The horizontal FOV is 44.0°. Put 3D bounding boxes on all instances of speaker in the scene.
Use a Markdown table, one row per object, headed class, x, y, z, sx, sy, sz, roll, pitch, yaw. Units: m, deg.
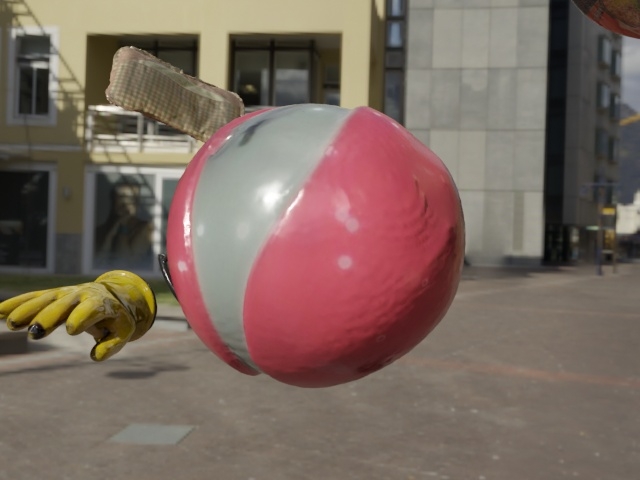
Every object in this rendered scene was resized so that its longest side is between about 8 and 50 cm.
| class | x | y | z | sx | sy | sz | roll | pitch | yaw |
| --- | --- | --- | --- | --- | --- | --- | --- | --- | --- |
| speaker | 0.000 | 0.000 | 0.778 | 0.294 | 0.295 | 0.294 | 2 | 0 | 0 |

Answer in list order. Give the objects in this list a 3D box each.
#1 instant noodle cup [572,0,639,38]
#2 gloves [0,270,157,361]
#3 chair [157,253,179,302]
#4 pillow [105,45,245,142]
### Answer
| class | x | y | z | sx | sy | sz | roll | pitch | yaw |
| --- | --- | --- | --- | --- | --- | --- | --- | --- | --- |
| instant noodle cup | 0.298 | -0.266 | 0.693 | 0.127 | 0.136 | 0.127 | 23 | -8 | 3 |
| gloves | -0.345 | 0.108 | 1.128 | 0.133 | 0.116 | 0.294 | -2 | 1 | 10 |
| chair | -0.109 | 0.008 | 1.261 | 0.260 | 0.155 | 0.141 | -39 | -11 | 20 |
| pillow | -0.210 | -0.210 | 1.176 | 0.211 | 0.135 | 0.034 | 20 | -46 | -22 |
